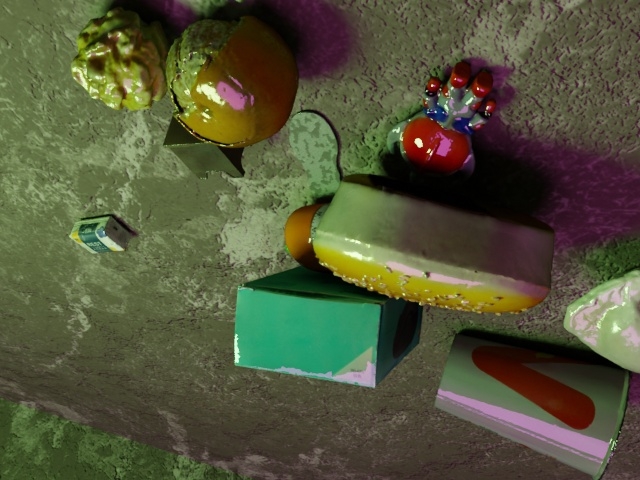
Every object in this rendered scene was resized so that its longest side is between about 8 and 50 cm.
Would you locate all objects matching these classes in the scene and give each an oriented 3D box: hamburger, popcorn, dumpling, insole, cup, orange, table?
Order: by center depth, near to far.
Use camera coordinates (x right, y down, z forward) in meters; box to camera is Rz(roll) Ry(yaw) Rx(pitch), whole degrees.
[{"bbox_3d":[-0.096,-0.179,0.956,0.157,0.134,0.156,18,133,20],"label":"orange"},{"bbox_3d":[-0.225,-0.207,0.981,0.116,0.120,0.106,-11,144,-19],"label":"popcorn"},{"bbox_3d":[0.141,0.013,1.069,0.295,0.151,0.227,17,-172,5],"label":"hamburger"},{"bbox_3d":[-0.140,-0.129,1.113,0.083,0.070,0.082,-1,150,25],"label":"table"},{"bbox_3d":[-0.002,-0.108,1.145,0.065,0.006,0.193,6,149,16],"label":"insole"},{"bbox_3d":[0.463,0.098,1.167,0.252,0.131,0.179,18,130,-26],"label":"dumpling"},{"bbox_3d":[0.348,0.261,1.448,0.289,0.203,0.203,16,151,12],"label":"cup"}]

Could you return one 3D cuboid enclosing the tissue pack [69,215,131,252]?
[{"bbox_3d":[-0.371,-0.008,1.456,0.083,0.042,0.062,-4,147,32],"label":"tissue pack"}]

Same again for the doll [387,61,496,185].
[{"bbox_3d":[0.139,-0.125,0.999,0.104,0.062,0.194,8,145,-11],"label":"doll"}]

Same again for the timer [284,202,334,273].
[{"bbox_3d":[0.000,0.000,1.233,0.136,0.099,0.136,10,152,6],"label":"timer"}]

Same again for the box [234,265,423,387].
[{"bbox_3d":[0.025,0.110,1.240,0.205,0.118,0.311,4,-175,16],"label":"box"}]
